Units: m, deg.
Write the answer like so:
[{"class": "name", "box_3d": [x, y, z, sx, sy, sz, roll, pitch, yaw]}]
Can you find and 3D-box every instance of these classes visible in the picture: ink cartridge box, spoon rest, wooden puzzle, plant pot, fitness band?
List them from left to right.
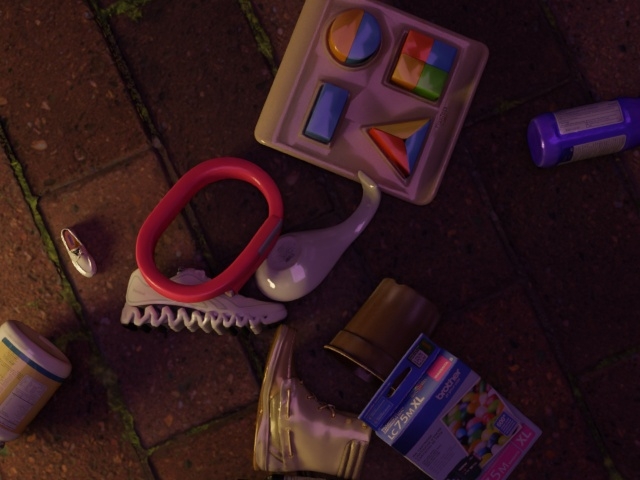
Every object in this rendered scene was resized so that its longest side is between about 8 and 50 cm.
[{"class": "fitness band", "box_3d": [-0.189, -0.018, 1.911, 0.209, 0.054, 0.291, 31, 68, 19]}, {"class": "spoon rest", "box_3d": [0.000, 0.000, 1.938, 0.276, 0.084, 0.137, -42, 52, -2]}, {"class": "wooden puzzle", "box_3d": [0.093, -0.268, 1.964, 0.347, 0.080, 0.322, 21, 86, 1]}, {"class": "plant pot", "box_3d": [0.120, 0.165, 1.901, 0.167, 0.167, 0.165, 35, 79, 2]}, {"class": "ink cartridge box", "box_3d": [0.224, 0.312, 1.859, 0.311, 0.065, 0.186, 41, 86, -29]}]

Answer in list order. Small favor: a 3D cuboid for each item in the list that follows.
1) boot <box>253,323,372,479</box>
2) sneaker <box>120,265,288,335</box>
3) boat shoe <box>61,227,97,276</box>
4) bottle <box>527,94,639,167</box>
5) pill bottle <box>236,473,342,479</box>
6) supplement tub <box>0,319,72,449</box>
[{"class": "boot", "box_3d": [-0.005, 0.284, 1.911, 0.203, 0.095, 0.262, 8, 92, 1]}, {"class": "sneaker", "box_3d": [-0.201, 0.105, 1.925, 0.292, 0.110, 0.118, 4, 75, -2]}, {"class": "boat shoe", "box_3d": [-0.432, 0.021, 1.956, 0.035, 0.035, 0.100, -28, 86, -3]}, {"class": "bottle", "box_3d": [0.514, -0.202, 1.947, 0.282, 0.118, 0.092, -12, 79, -1]}, {"class": "pill bottle", "box_3d": [-0.040, 0.467, 1.888, 0.219, 0.123, 0.123, 5, 86, 0]}, {"class": "supplement tub", "box_3d": [-0.540, 0.252, 1.883, 0.144, 0.144, 0.200, 39, 87, 2]}]
